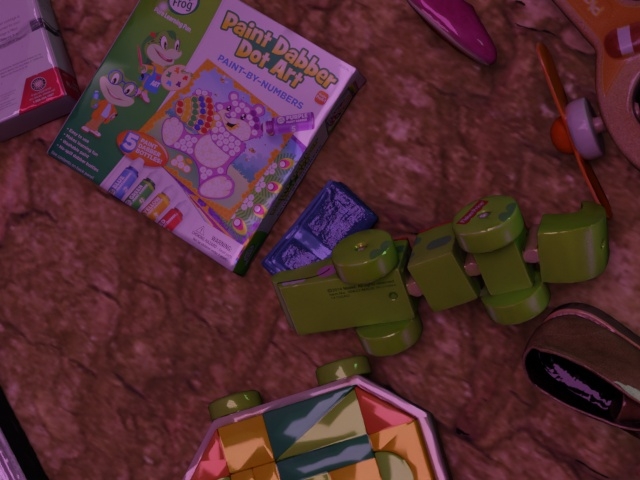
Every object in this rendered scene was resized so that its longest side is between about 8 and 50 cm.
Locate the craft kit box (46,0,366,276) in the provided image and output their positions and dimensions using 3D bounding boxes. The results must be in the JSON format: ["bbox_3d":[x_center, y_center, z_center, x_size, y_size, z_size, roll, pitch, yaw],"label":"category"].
[{"bbox_3d":[-0.121,-0.130,1.649,0.250,0.061,0.246,31,88,15],"label":"craft kit box"}]

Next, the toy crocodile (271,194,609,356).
[{"bbox_3d":[0.115,0.026,1.543,0.340,0.105,0.115,-15,118,21],"label":"toy crocodile"}]

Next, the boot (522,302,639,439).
[{"bbox_3d":[0.325,0.166,1.460,0.305,0.115,0.112,26,112,17],"label":"boot"}]

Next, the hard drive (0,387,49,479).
[{"bbox_3d":[-0.438,0.230,1.674,0.237,0.064,0.339,-31,78,8],"label":"hard drive"}]

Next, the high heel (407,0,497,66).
[{"bbox_3d":[0.123,-0.290,1.601,0.117,0.082,0.244,-43,67,6],"label":"high heel"}]

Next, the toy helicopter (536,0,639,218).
[{"bbox_3d":[0.287,-0.185,1.541,0.235,0.140,0.355,-46,65,14],"label":"toy helicopter"}]

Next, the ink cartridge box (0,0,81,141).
[{"bbox_3d":[-0.333,-0.199,1.701,0.109,0.063,0.150,-21,78,10],"label":"ink cartridge box"}]

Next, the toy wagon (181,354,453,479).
[{"bbox_3d":[-0.036,0.277,1.569,0.344,0.068,0.267,-18,79,10],"label":"toy wagon"}]

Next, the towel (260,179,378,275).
[{"bbox_3d":[0.000,0.000,1.615,0.067,0.029,0.119,41,93,14],"label":"towel"}]
